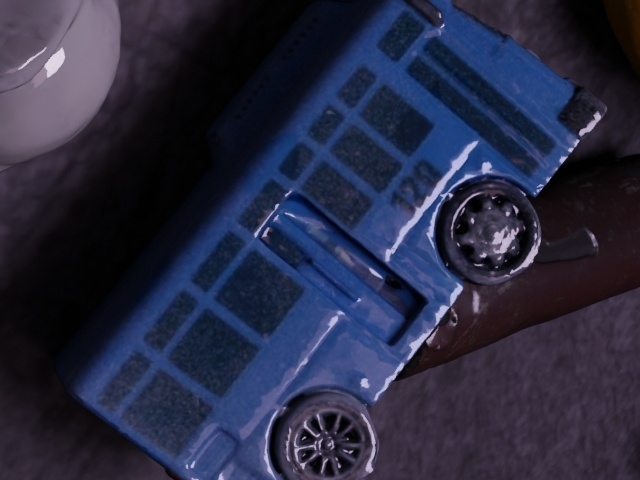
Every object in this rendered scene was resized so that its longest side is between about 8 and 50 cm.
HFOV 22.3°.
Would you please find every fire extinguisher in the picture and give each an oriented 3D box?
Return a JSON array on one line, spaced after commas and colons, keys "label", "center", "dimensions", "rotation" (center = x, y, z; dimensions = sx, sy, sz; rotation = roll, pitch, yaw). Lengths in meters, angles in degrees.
[{"label": "fire extinguisher", "center": [0.132, -0.003, 0.853], "dimensions": [0.267, 0.072, 0.089], "rotation": [-18, 146, -35]}]

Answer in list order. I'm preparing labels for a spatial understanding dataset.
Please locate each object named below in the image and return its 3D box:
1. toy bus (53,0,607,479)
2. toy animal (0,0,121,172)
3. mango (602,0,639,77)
[{"label": "toy bus", "center": [0.000, 0.000, 0.692], "dimensions": [0.133, 0.116, 0.234], "rotation": [39, 84, -10]}, {"label": "toy animal", "center": [-0.191, -0.023, 0.468], "dimensions": [0.325, 0.208, 0.154], "rotation": [-62, 177, -10]}, {"label": "mango", "center": [0.250, -0.120, 0.834], "dimensions": [0.177, 0.120, 0.295], "rotation": [-49, 119, -3]}]
